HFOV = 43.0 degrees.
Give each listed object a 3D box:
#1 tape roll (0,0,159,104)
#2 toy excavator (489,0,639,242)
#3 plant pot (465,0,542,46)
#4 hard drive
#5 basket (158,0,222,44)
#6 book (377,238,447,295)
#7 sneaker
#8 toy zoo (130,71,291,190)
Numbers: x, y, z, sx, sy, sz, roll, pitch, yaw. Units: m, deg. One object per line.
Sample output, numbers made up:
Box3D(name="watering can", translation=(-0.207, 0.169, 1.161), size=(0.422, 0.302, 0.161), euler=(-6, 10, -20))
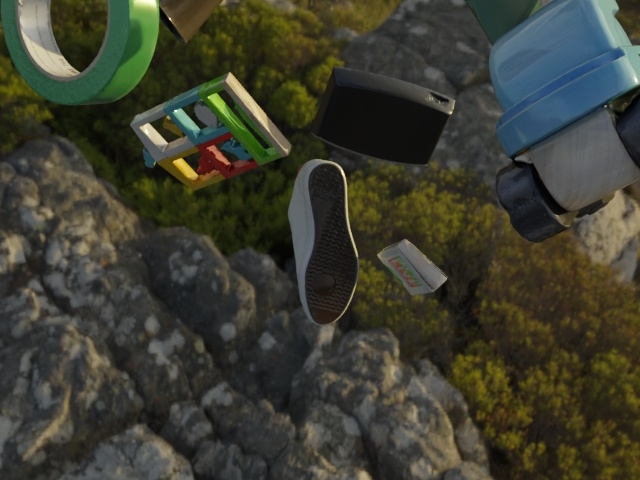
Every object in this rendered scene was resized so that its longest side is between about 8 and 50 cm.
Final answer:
Box3D(name="tape roll", translation=(-0.427, -0.400, 1.426), size=(0.321, 0.321, 0.077), euler=(31, 25, 24))
Box3D(name="toy excavator", translation=(0.340, -0.271, 1.084), size=(0.433, 0.222, 0.445), euler=(-21, 84, -51))
Box3D(name="plant pot", translation=(0.366, -0.467, 1.416), size=(0.165, 0.234, 0.165), euler=(-31, 90, -4))
Box3D(name="hard drive", translation=(0.123, -0.236, 1.609), size=(0.254, 0.172, 0.054), euler=(13, 37, -13))
Box3D(name="basket", translation=(-0.247, -0.539, 1.605), size=(0.227, 0.204, 0.154), euler=(-41, 29, -4))
Box3D(name="book", translation=(0.150, 0.045, 1.372), size=(0.035, 0.144, 0.096), euler=(-42, 90, -11))
Box3D(name="sneaker", translation=(0.000, 0.000, 1.441), size=(0.105, 0.290, 0.123), euler=(-3, 11, -21))
Box3D(name="toy zoo", translation=(-0.226, -0.193, 1.545), size=(0.293, 0.192, 0.030), euler=(-17, 40, 34))
